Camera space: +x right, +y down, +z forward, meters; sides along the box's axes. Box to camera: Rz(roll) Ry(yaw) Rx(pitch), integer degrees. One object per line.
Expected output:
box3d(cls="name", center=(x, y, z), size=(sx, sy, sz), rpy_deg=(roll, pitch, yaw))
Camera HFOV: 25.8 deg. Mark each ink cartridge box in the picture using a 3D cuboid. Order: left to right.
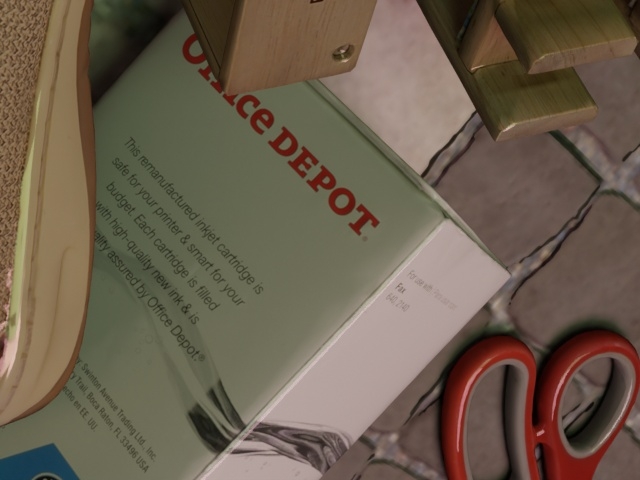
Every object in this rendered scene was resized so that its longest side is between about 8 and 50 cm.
box3d(cls="ink cartridge box", center=(-0.050, 0.028, 0.503), size=(0.191, 0.139, 0.082), rpy_deg=(-46, 150, 4))

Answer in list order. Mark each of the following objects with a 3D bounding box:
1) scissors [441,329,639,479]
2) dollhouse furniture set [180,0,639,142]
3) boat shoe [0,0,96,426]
box3d(cls="scissors", center=(0.115, 0.172, 0.732), size=(0.109, 0.021, 0.297), rpy_deg=(-15, 120, -20))
box3d(cls="dollhouse furniture set", center=(0.060, -0.159, 0.448), size=(0.242, 0.161, 0.212), rpy_deg=(-13, 151, -21))
box3d(cls="boat shoe", center=(-0.137, -0.095, 0.392), size=(0.123, 0.123, 0.342), rpy_deg=(-19, 118, -55))
